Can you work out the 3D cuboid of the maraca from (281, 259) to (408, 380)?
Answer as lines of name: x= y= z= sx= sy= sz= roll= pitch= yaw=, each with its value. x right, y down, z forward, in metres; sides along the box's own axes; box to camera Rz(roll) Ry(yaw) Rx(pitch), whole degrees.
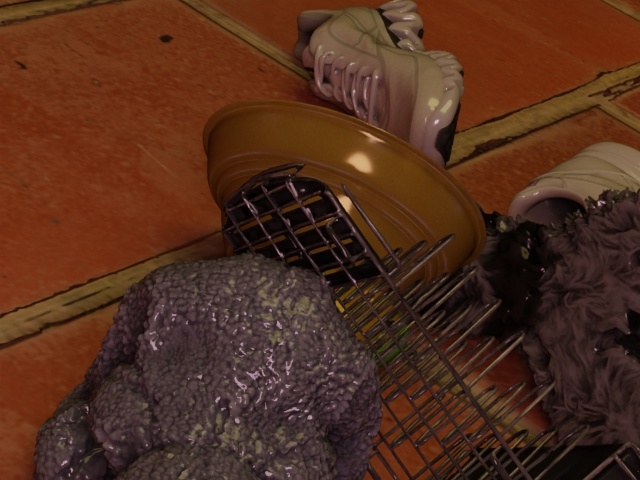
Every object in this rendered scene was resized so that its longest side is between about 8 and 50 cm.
maraca: x=-0.035 y=0.066 z=1.229 sx=0.186 sy=0.099 sz=0.127 roll=-6 pitch=19 yaw=-3

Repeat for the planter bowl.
planter bowl: x=0.000 y=0.000 z=1.332 sx=0.217 sy=0.217 sz=0.090 roll=23 pitch=66 yaw=2

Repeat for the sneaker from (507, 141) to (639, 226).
sneaker: x=0.283 y=0.032 z=1.551 sx=0.152 sy=0.114 sz=0.305 roll=-20 pitch=42 yaw=-38

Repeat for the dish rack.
dish rack: x=0.054 y=0.064 z=1.084 sx=0.074 sy=0.208 sz=0.271 roll=-38 pitch=97 yaw=-22

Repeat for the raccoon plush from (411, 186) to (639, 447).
raccoon plush: x=0.282 y=0.038 z=1.424 sx=0.299 sy=0.216 sz=0.446 roll=6 pitch=29 yaw=-46

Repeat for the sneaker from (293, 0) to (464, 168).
sneaker: x=0.049 y=-0.139 z=1.683 sx=0.118 sy=0.110 sz=0.292 roll=6 pitch=22 yaw=-15

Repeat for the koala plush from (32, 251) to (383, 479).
koala plush: x=-0.067 y=0.137 z=0.986 sx=0.196 sy=0.203 sz=0.221 roll=22 pitch=38 yaw=0
